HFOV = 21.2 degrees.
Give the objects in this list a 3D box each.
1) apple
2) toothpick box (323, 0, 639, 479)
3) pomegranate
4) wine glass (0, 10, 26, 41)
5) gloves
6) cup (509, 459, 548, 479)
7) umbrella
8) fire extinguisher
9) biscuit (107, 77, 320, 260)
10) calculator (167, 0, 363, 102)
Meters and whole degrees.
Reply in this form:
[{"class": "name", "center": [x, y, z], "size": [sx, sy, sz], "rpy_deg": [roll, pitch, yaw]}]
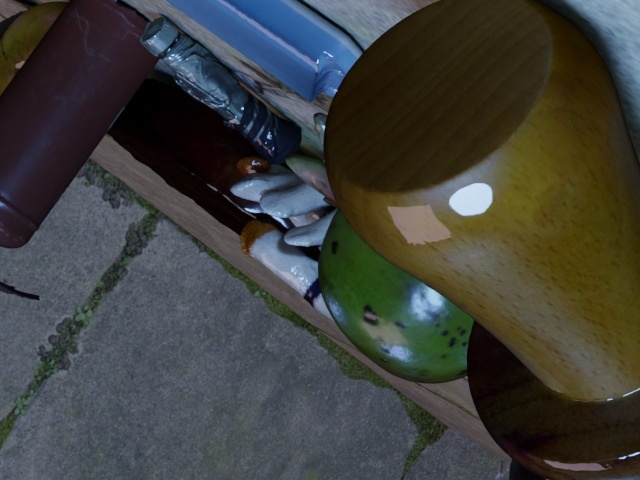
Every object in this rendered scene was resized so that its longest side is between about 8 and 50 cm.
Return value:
[{"class": "apple", "center": [-0.263, -0.174, 1.760], "size": [0.146, 0.146, 0.146], "rpy_deg": [34, 174, 4]}, {"class": "toothpick box", "center": [0.130, 0.009, 0.934], "size": [0.192, 0.192, 0.294], "rpy_deg": [27, 166, 47]}, {"class": "pomegranate", "center": [0.068, -0.005, 1.257], "size": [0.224, 0.181, 0.181], "rpy_deg": [49, -178, 30]}, {"class": "wine glass", "center": [-0.439, -0.255, 1.875], "size": [0.190, 0.190, 0.357], "rpy_deg": [30, 177, 37]}, {"class": "gloves", "center": [0.012, -0.010, 1.659], "size": [0.218, 0.131, 0.140], "rpy_deg": [51, 159, 0]}, {"class": "cup", "center": [0.321, 0.213, 1.525], "size": [0.280, 0.196, 0.196], "rpy_deg": [27, 174, -4]}, {"class": "umbrella", "center": [-0.094, -0.136, 1.583], "size": [0.188, 0.046, 0.050], "rpy_deg": [39, 153, -30]}, {"class": "fire extinguisher", "center": [-0.266, -0.071, 1.637], "size": [0.147, 0.337, 0.106], "rpy_deg": [37, 175, -23]}, {"class": "biscuit", "center": [-0.064, -0.049, 1.913], "size": [0.407, 0.091, 0.407], "rpy_deg": [34, 176, 3]}, {"class": "calculator", "center": [-0.056, -0.165, 1.218], "size": [0.210, 0.039, 0.121], "rpy_deg": [35, 172, 2]}]
